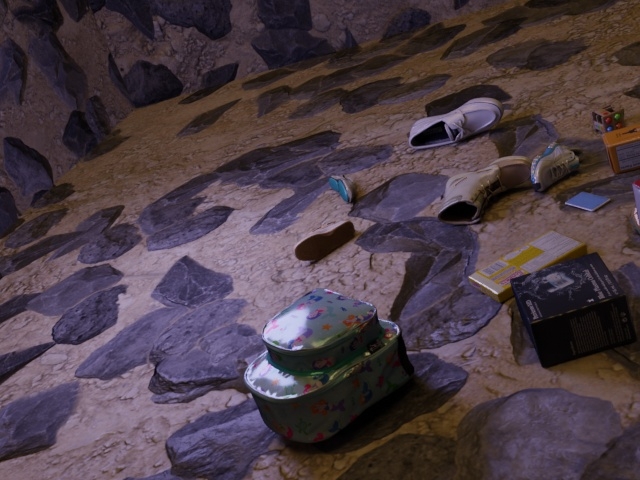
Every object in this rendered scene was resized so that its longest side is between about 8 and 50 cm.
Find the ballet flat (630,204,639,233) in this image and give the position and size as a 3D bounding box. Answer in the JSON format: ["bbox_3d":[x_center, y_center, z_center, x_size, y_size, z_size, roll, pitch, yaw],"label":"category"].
[{"bbox_3d":[0.695,-0.051,1.623,0.232,0.080,0.073,-15,53,19],"label":"ballet flat"}]

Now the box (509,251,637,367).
[{"bbox_3d":[0.413,0.112,1.458,0.158,0.093,0.156,-19,24,8],"label":"box"}]

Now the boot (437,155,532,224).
[{"bbox_3d":[0.370,-0.109,1.972,0.213,0.077,0.165,-16,23,26],"label":"boot"}]

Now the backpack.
[{"bbox_3d":[0.001,0.211,1.485,0.253,0.191,0.225,-39,30,-24],"label":"backpack"}]

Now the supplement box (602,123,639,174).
[{"bbox_3d":[0.736,-0.216,1.905,0.233,0.080,0.078,-12,25,15],"label":"supplement box"}]

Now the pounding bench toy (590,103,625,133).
[{"bbox_3d":[0.705,-0.293,2.118,0.083,0.052,0.065,-23,24,-4],"label":"pounding bench toy"}]

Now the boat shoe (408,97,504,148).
[{"bbox_3d":[0.360,-0.308,2.377,0.267,0.096,0.088,-10,30,26],"label":"boat shoe"}]

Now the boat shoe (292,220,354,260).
[{"bbox_3d":[0.000,0.000,2.068,0.170,0.063,0.059,-23,20,-29],"label":"boat shoe"}]

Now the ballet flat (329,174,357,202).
[{"bbox_3d":[0.068,-0.144,2.319,0.052,0.057,0.168,-15,23,-11],"label":"ballet flat"}]

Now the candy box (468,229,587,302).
[{"bbox_3d":[0.395,0.046,1.687,0.206,0.027,0.105,-27,27,-13],"label":"candy box"}]

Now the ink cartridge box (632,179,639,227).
[{"bbox_3d":[0.672,-0.030,1.384,0.306,0.226,0.131,-21,24,2],"label":"ink cartridge box"}]

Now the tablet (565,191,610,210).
[{"bbox_3d":[0.559,-0.081,1.849,0.054,0.006,0.083,-30,25,-18],"label":"tablet"}]

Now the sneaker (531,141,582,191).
[{"bbox_3d":[0.533,-0.168,1.981,0.083,0.071,0.191,6,35,35],"label":"sneaker"}]
